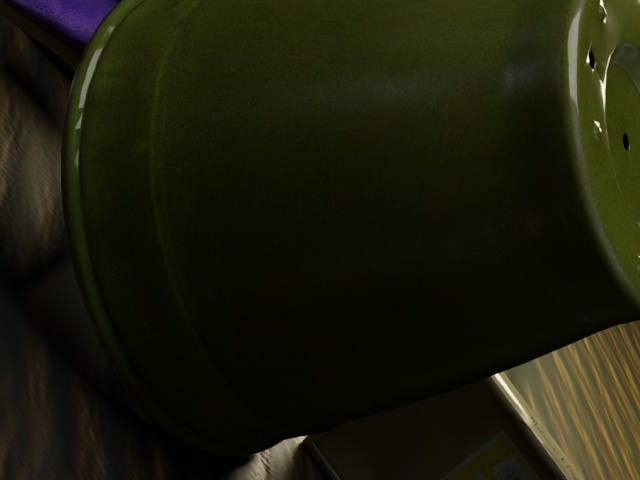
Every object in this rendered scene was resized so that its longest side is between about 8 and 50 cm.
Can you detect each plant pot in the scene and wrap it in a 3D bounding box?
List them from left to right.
[{"bbox_3d":[0.068,-0.042,1.207,0.366,0.353,0.366,23,63,-55],"label":"plant pot"}]

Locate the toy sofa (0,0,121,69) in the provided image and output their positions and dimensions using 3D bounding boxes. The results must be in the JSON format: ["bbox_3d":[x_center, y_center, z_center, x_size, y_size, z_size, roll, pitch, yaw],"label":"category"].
[{"bbox_3d":[-0.209,-0.268,1.278,0.362,0.150,0.177,36,24,-46],"label":"toy sofa"}]

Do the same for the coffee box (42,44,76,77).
[{"bbox_3d":[-0.115,-0.145,1.581,0.297,0.119,0.168,47,18,-8],"label":"coffee box"}]

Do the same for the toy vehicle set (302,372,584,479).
[{"bbox_3d":[0.126,0.217,1.352,0.267,0.166,0.035,54,18,11],"label":"toy vehicle set"}]
